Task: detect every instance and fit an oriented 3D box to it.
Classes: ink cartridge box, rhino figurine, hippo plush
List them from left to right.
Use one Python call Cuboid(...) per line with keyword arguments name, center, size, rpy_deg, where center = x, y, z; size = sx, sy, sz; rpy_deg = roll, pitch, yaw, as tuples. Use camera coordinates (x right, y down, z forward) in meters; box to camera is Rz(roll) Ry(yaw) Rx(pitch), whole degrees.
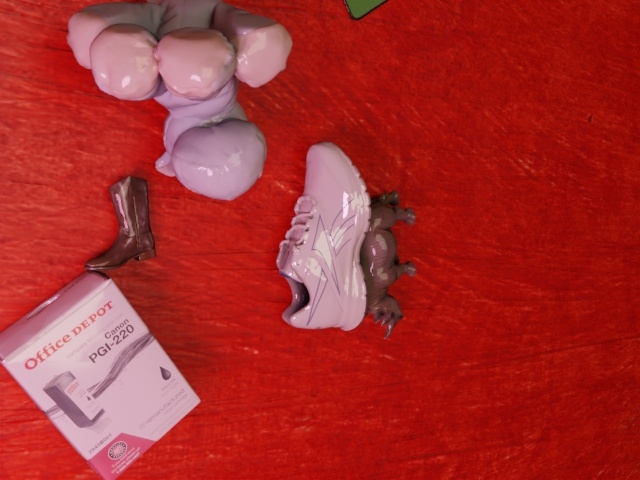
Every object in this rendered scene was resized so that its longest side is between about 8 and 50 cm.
Cuboid(name="ink cartridge box", center=(-0.281, 0.169, 0.892), size=(0.158, 0.092, 0.218), rpy_deg=(-41, 115, -24))
Cuboid(name="hippo plush", center=(-0.176, -0.174, 0.872), size=(0.234, 0.294, 0.236), rpy_deg=(-14, 129, -22))
Cuboid(name="rhino figurine", center=(0.099, 0.044, 1.152), size=(0.106, 0.073, 0.243), rpy_deg=(-11, 103, -37))

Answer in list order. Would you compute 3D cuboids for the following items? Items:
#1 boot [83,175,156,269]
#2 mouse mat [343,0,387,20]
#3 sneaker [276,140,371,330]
Cuboid(name="boot", center=(-0.266, -0.024, 0.912), size=(0.106, 0.037, 0.114), rpy_deg=(-19, 109, -45))
Cuboid(name="mouse mat", center=(0.064, -0.463, 1.108), size=(0.153, 0.007, 0.189), rpy_deg=(-40, 115, -25))
Cuboid(name="sneaker", center=(0.000, 0.000, 1.061), size=(0.129, 0.111, 0.297), rpy_deg=(-6, 98, -28))
